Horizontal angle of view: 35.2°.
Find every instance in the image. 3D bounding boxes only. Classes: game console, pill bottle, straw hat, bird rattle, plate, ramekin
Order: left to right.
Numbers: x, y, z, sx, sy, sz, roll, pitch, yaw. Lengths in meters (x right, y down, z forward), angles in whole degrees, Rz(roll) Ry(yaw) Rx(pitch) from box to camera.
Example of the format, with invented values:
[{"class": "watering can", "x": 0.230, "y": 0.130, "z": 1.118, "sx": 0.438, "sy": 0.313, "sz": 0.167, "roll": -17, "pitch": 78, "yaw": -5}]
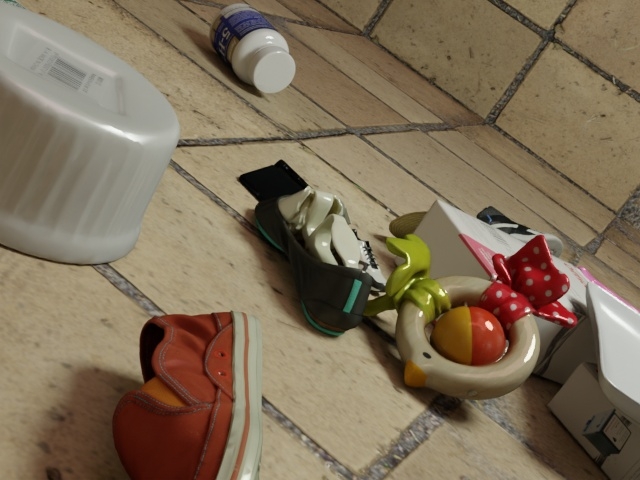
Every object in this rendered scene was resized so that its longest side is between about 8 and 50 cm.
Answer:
[{"class": "ramekin", "x": -0.270, "y": -0.113, "z": 0.965, "sx": 0.277, "sy": 0.135, "sz": 0.277, "roll": 30, "pitch": 18, "yaw": -11}, {"class": "pill bottle", "x": -0.122, "y": -0.351, "z": 1.859, "sx": 0.112, "sy": 0.112, "sz": 0.186, "roll": 18, "pitch": 23, "yaw": -40}, {"class": "game console", "x": -0.039, "y": -0.048, "z": 1.391, "sx": 0.122, "sy": 0.071, "sz": 0.107, "roll": 45, "pitch": -9, "yaw": 30}, {"class": "straw hat", "x": 0.171, "y": 0.011, "z": 1.507, "sx": 0.145, "sy": 0.144, "sz": 0.061, "roll": 20, "pitch": 61, "yaw": -36}, {"class": "bird rattle", "x": 0.174, "y": 0.097, "z": 1.164, "sx": 0.254, "sy": 0.143, "sz": 0.206, "roll": 11, "pitch": 49, "yaw": -8}, {"class": "plate", "x": 0.438, "y": 0.192, "z": 1.247, "sx": 0.277, "sy": 0.045, "sz": 0.278, "roll": 34, "pitch": 24, "yaw": -4}]

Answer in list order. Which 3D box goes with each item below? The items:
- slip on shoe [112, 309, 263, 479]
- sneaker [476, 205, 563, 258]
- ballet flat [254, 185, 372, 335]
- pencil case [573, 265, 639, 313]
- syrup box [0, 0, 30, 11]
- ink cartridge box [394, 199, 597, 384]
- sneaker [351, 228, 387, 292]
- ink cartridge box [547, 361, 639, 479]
[{"class": "slip on shoe", "x": -0.091, "y": 0.145, "z": 0.676, "sx": 0.101, "sy": 0.123, "sz": 0.331, "roll": 7, "pitch": 23, "yaw": -7}, {"class": "sneaker", "x": 0.356, "y": -0.013, "z": 1.863, "sx": 0.217, "sy": 0.079, "sz": 0.121, "roll": 9, "pitch": 32, "yaw": -49}, {"class": "ballet flat", "x": 0.000, "y": 0.000, "z": 1.192, "sx": 0.095, "sy": 0.096, "sz": 0.280, "roll": 14, "pitch": 25, "yaw": -30}, {"class": "pencil case", "x": 0.480, "y": 0.128, "z": 1.686, "sx": 0.209, "sy": 0.098, "sz": 0.095, "roll": 37, "pitch": 18, "yaw": 12}, {"class": "syrup box", "x": -0.406, "y": -0.248, "z": 1.142, "sx": 0.237, "sy": 0.096, "sz": 0.093, "roll": 36, "pitch": 18, "yaw": 10}, {"class": "ink cartridge box", "x": 0.273, "y": 0.082, "z": 1.416, "sx": 0.283, "sy": 0.117, "sz": 0.207, "roll": 23, "pitch": 21, "yaw": -29}, {"class": "sneaker", "x": 0.054, "y": 0.025, "z": 1.312, "sx": 0.109, "sy": 0.043, "sz": 0.040, "roll": 47, "pitch": 20, "yaw": 30}, {"class": "ink cartridge box", "x": 0.398, "y": 0.250, "z": 1.259, "sx": 0.140, "sy": 0.082, "sz": 0.190, "roll": 16, "pitch": 25, "yaw": -42}]
